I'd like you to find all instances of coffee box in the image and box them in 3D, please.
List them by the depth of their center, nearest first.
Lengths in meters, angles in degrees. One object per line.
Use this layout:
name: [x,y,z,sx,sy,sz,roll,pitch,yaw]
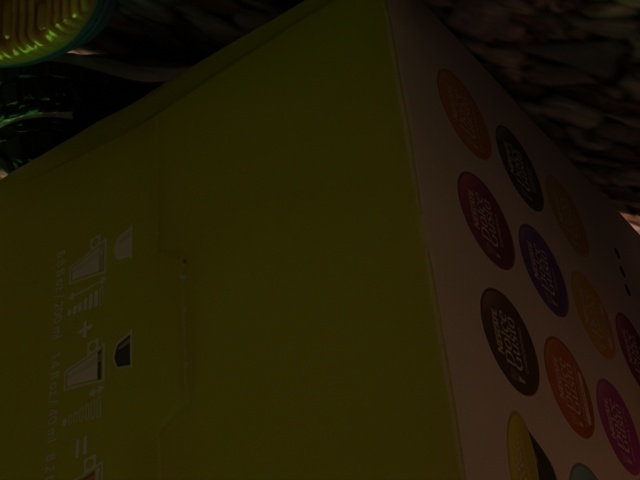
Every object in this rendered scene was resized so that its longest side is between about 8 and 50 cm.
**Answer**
coffee box: [-0.001,0.125,0.715,0.338,0.337,0.334,-25,141,25]

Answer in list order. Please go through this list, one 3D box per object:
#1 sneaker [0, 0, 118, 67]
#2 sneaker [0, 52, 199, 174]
sneaker: [-0.209,-0.150,0.742,0.296,0.111,0.131,11,-179,35]
sneaker: [-0.084,-0.081,0.846,0.272,0.100,0.108,10,-161,6]
